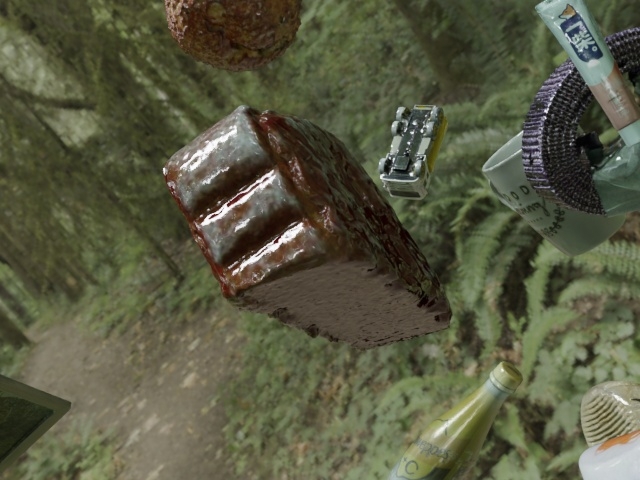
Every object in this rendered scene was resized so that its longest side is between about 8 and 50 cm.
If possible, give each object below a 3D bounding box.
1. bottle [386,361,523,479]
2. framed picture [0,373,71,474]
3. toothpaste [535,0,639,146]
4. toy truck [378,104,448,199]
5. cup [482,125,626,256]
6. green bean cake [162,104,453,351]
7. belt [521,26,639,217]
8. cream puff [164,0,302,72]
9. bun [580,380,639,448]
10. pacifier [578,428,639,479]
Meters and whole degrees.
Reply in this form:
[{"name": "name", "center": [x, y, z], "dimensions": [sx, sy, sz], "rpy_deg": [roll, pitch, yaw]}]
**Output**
[{"name": "bottle", "center": [0.182, 0.270, 1.102], "dimensions": [0.269, 0.083, 0.083], "rpy_deg": [-58, 1, 22]}, {"name": "framed picture", "center": [-0.582, 0.262, 1.228], "dimensions": [0.240, 0.324, 0.020], "rpy_deg": [-41, 38, 18]}, {"name": "toothpaste", "center": [0.334, -0.209, 0.977], "dimensions": [0.056, 0.205, 0.036], "rpy_deg": [-30, 1, 18]}, {"name": "toy truck", "center": [0.203, -0.188, 1.703], "dimensions": [0.098, 0.114, 0.227], "rpy_deg": [6, 58, 25]}, {"name": "cup", "center": [0.430, -0.094, 1.539], "dimensions": [0.186, 0.234, 0.258], "rpy_deg": [-40, 7, -21]}, {"name": "green bean cake", "center": [0.000, 0.000, 0.610], "dimensions": [0.097, 0.198, 0.233], "rpy_deg": [-34, -14, 15]}, {"name": "belt", "center": [0.466, -0.179, 1.250], "dimensions": [0.325, 0.260, 0.122], "rpy_deg": [-41, 8, -1]}, {"name": "cream puff", "center": [-0.141, -0.383, 1.354], "dimensions": [0.240, 0.240, 0.164], "rpy_deg": [-37, 42, 17]}, {"name": "bun", "center": [0.497, 0.291, 1.269], "dimensions": [0.113, 0.166, 0.173], "rpy_deg": [-15, 2, -19]}, {"name": "pacifier", "center": [0.381, 0.307, 0.832], "dimensions": [0.244, 0.233, 0.299], "rpy_deg": [1, -25, -25]}]
